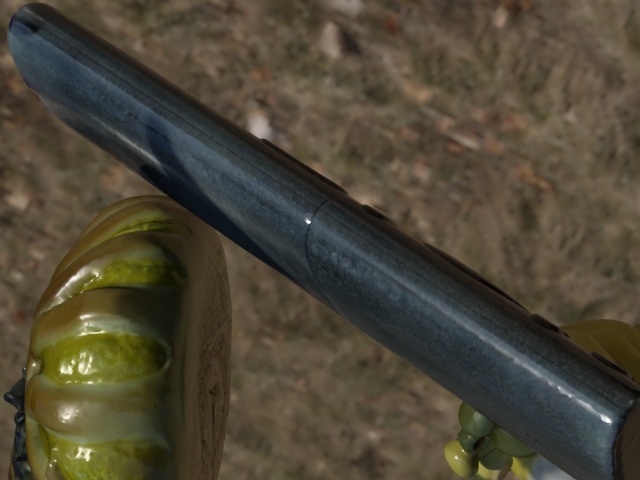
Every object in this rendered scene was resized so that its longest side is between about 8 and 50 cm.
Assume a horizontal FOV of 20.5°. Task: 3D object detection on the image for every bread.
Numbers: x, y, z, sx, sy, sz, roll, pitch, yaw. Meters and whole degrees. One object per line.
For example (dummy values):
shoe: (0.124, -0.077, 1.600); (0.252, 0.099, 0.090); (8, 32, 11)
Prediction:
bread: (-0.105, 0.073, 0.967); (0.105, 0.213, 0.213); (6, 177, 5)

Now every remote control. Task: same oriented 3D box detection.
remote control: (0.000, 0.000, 0.814); (0.377, 0.044, 0.107); (33, 171, 31)

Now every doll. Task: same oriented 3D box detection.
doll: (0.193, 0.065, 1.004); (0.291, 0.117, 0.086); (-21, -128, -32)

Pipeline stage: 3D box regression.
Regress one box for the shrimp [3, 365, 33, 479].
shrimp: (-0.168, 0.247, 1.453); (0.272, 0.085, 0.445); (36, 151, 26)
